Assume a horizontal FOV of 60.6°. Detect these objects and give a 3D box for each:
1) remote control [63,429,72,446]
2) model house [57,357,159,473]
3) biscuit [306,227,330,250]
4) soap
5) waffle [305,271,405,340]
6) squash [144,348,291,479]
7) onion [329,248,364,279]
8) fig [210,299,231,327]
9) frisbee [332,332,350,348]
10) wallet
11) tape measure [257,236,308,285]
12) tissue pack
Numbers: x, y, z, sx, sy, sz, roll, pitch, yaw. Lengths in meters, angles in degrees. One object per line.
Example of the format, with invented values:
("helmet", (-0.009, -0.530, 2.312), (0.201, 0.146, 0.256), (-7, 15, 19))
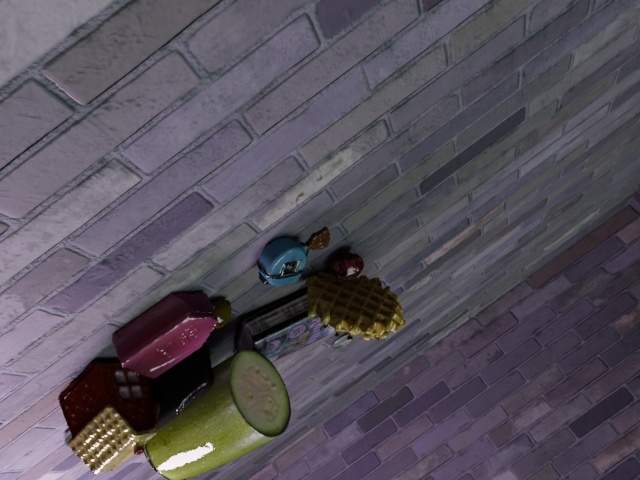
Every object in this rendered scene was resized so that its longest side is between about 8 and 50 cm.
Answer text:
("remote control", (-0.624, 0.585, 1.712), (0.128, 0.065, 0.335), (-40, 153, 16))
("model house", (-0.530, 0.454, 1.398), (0.196, 0.254, 0.160), (-44, 147, 17))
("biscuit", (0.000, 0.000, 1.531), (0.082, 0.016, 0.092), (-45, 154, 9))
("soap", (-0.380, 0.226, 1.378), (0.250, 0.099, 0.162), (-36, 147, 1))
("waffle", (0.108, 0.184, 1.655), (0.329, 0.329, 0.062), (-13, 132, -38))
("squash", (-0.306, 0.514, 1.579), (0.384, 0.263, 0.263), (-33, 156, 22))
("onion", (0.078, 0.074, 1.667), (0.107, 0.097, 0.107), (-6, -174, 1))
("fig", (-0.274, 0.193, 1.474), (0.088, 0.074, 0.074), (-43, 163, -40))
("frisbee", (0.098, 0.430, 2.359), (0.110, 0.014, 0.110), (-26, 152, -15))
("wallet", (-0.452, 0.434, 1.530), (0.377, 0.197, 0.051), (-39, 130, 6))
("tape measure", (-0.098, 0.054, 1.436), (0.146, 0.081, 0.125), (-8, 132, -44))
("tissue pack", (-0.093, 0.281, 1.781), (0.361, 0.122, 0.259), (-24, 153, -26))
